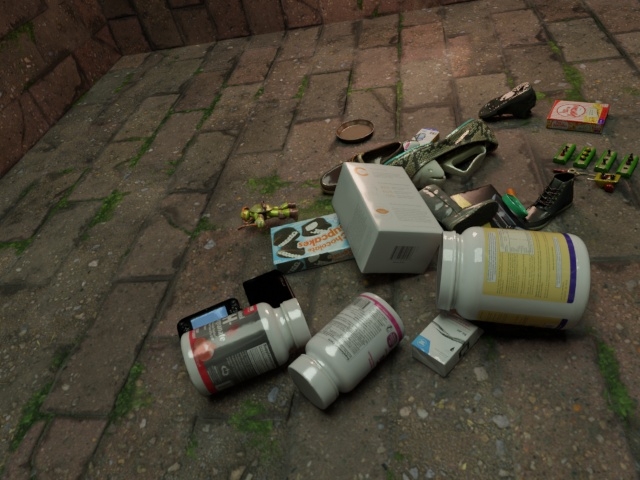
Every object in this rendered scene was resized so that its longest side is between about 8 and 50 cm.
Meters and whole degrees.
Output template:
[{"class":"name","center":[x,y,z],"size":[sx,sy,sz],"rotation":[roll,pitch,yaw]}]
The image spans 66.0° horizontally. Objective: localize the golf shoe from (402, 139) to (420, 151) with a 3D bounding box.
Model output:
[{"class":"golf shoe","center":[0.310,-0.323,1.909],"size":[0.186,0.067,0.086],"rotation":[-28,61,-3]}]

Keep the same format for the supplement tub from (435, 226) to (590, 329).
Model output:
[{"class":"supplement tub","center":[0.469,0.090,1.245],"size":[0.331,0.241,0.241],"rotation":[5,45,10]}]

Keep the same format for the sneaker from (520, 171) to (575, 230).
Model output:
[{"class":"sneaker","center":[0.698,-0.126,1.532],"size":[0.222,0.118,0.083],"rotation":[-32,44,-19]}]

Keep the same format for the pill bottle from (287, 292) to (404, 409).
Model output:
[{"class":"pill bottle","center":[0.065,0.276,1.242],"size":[0.283,0.160,0.160],"rotation":[-38,46,-24]}]

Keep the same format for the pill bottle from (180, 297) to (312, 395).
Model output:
[{"class":"pill bottle","center":[-0.190,0.271,1.309],"size":[0.318,0.176,0.176],"rotation":[-21,42,-8]}]

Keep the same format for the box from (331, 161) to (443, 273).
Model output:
[{"class":"box","center":[0.193,-0.074,1.519],"size":[0.215,0.168,0.345],"rotation":[2,41,-20]}]

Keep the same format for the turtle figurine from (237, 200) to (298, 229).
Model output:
[{"class":"turtle figurine","center":[-0.194,-0.101,1.763],"size":[0.217,0.087,0.269],"rotation":[-6,11,-10]}]

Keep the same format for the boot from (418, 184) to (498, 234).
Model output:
[{"class":"boot","center":[0.412,-0.112,1.522],"size":[0.189,0.076,0.208],"rotation":[-23,35,-11]}]

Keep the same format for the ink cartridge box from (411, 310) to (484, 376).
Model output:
[{"class":"ink cartridge box","center":[0.330,0.249,1.269],"size":[0.180,0.060,0.104],"rotation":[-39,46,-25]}]

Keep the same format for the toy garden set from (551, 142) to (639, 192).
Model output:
[{"class":"toy garden set","center":[0.917,-0.262,1.669],"size":[0.244,0.049,0.204],"rotation":[22,53,34]}]

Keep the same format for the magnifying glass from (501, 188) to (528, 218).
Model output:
[{"class":"magnifying glass","center":[0.610,-0.126,1.555],"size":[0.092,0.026,0.231],"rotation":[41,23,0]}]

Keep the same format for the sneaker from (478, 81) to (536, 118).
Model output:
[{"class":"sneaker","center":[0.764,-0.531,1.997],"size":[0.227,0.130,0.087],"rotation":[-25,39,32]}]

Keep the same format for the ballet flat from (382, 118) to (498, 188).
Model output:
[{"class":"ballet flat","center":[0.446,-0.286,1.774],"size":[0.483,0.164,0.182],"rotation":[-27,63,-16]}]

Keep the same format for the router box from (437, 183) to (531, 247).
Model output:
[{"class":"router box","center":[0.482,-0.030,1.517],"size":[0.243,0.081,0.309],"rotation":[-16,41,-1]}]

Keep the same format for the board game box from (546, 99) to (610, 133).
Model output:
[{"class":"board game box","center":[0.986,-0.476,1.889],"size":[0.193,0.045,0.147],"rotation":[14,49,29]}]

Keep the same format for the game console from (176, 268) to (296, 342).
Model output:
[{"class":"game console","center":[-0.250,0.224,1.480],"size":[0.361,0.044,0.213],"rotation":[-23,42,-8]}]

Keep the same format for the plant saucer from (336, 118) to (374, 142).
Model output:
[{"class":"plant saucer","center":[0.152,-0.473,2.142],"size":[0.168,0.029,0.168],"rotation":[-8,41,7]}]

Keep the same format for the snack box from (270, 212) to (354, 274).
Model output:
[{"class":"snack box","center":[0.000,0.000,1.640],"size":[0.322,0.060,0.187],"rotation":[-13,41,2]}]

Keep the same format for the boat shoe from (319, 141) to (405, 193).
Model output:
[{"class":"boat shoe","center":[0.150,-0.279,1.820],"size":[0.342,0.123,0.123],"rotation":[-17,65,7]}]

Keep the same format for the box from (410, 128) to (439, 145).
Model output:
[{"class":"box","center":[0.422,-0.410,1.996],"size":[0.081,0.028,0.136],"rotation":[20,50,33]}]
